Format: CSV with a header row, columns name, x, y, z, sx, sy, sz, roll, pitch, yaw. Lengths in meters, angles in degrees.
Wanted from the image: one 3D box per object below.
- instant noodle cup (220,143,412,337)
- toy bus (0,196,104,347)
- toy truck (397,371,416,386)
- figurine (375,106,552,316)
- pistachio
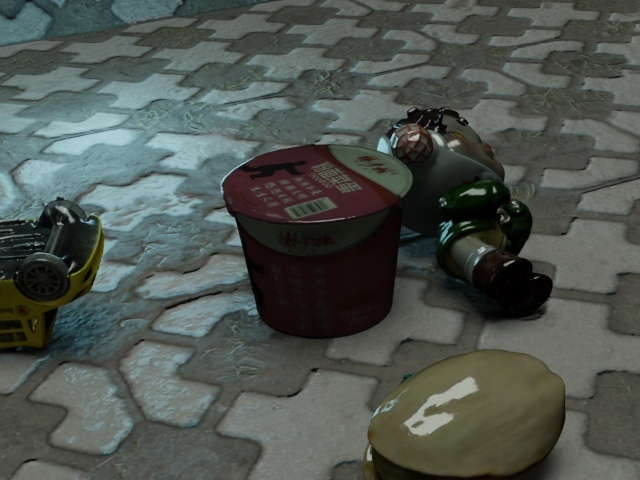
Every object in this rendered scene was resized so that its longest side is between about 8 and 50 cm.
name,x,y,z,sx,sy,sz,roll,pitch,yaw
instant noodle cup,0.000,0.000,1.328,0.235,0.178,0.235,-3,28,1
toy bus,-0.427,0.055,1.299,0.330,0.152,0.144,-4,33,2
toy truck,0.087,0.178,1.123,0.039,0.044,0.083,9,29,27
figurine,0.184,-0.048,1.416,0.281,0.167,0.370,31,21,-39
pistachio,0.143,0.179,1.024,0.215,0.144,0.144,-23,33,-22
